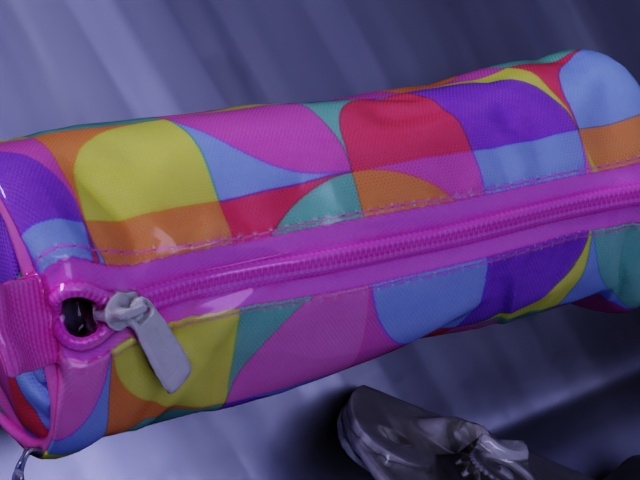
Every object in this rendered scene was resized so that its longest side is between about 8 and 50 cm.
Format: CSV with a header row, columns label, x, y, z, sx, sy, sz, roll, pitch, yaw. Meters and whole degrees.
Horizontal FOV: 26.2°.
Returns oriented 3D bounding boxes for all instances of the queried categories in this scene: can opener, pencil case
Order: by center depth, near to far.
label,x,y,z,sx,sy,sz,roll,pitch,yaw
pencil case,0.000,0.000,0.431,0.236,0.104,0.104,-14,88,-28
can opener,0.117,0.131,0.494,0.283,0.076,0.095,25,104,-20
